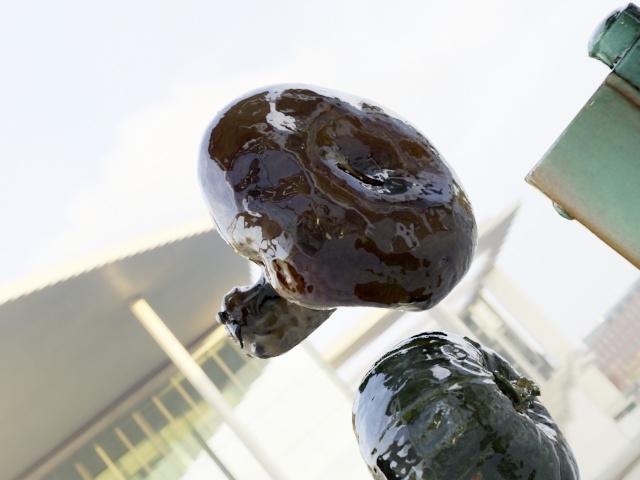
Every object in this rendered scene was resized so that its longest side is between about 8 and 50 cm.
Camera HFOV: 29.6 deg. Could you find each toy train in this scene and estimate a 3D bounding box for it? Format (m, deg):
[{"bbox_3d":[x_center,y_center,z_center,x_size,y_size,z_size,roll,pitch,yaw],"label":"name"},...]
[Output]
[{"bbox_3d":[0.270,-0.025,0.777,0.177,0.285,0.116,-52,-3,10],"label":"toy train"}]

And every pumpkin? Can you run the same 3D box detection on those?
[{"bbox_3d":[0.127,0.175,1.033,0.157,0.224,0.223,-46,-16,12],"label":"pumpkin"}]

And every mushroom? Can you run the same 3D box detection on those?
[{"bbox_3d":[0.004,-0.034,1.164,0.267,0.267,0.254,-30,3,-36],"label":"mushroom"}]
